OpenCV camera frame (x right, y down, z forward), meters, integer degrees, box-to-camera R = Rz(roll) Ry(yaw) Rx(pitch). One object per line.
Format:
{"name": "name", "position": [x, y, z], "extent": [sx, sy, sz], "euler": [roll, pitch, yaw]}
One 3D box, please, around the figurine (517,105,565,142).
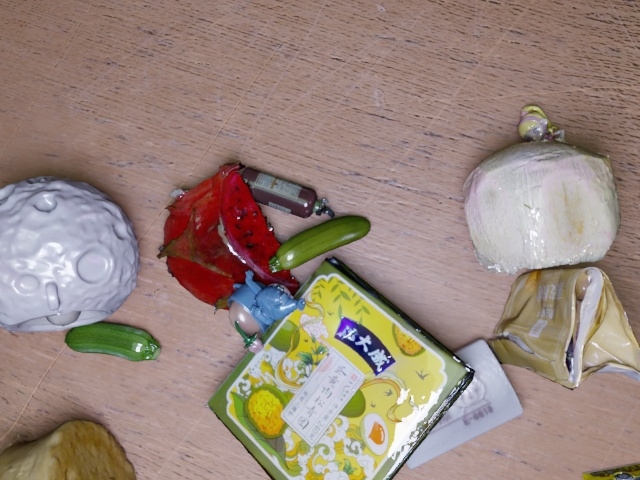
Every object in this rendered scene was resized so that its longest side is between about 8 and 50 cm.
{"name": "figurine", "position": [0.516, -0.225, 1.155], "extent": [0.187, 0.083, 0.083], "euler": [42, 89, 11]}

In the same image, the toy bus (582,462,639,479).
{"name": "toy bus", "position": [0.678, 0.517, 1.085], "extent": [0.226, 0.074, 0.081], "euler": [-13, 84, 2]}

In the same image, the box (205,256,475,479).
{"name": "box", "position": [0.035, 0.305, 1.051], "extent": [0.373, 0.138, 0.420], "euler": [39, 88, 25]}

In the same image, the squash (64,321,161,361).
{"name": "squash", "position": [-0.468, 0.227, 1.169], "extent": [0.219, 0.068, 0.077], "euler": [11, 75, 4]}

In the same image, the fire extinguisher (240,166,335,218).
{"name": "fire extinguisher", "position": [-0.074, -0.094, 1.159], "extent": [0.231, 0.099, 0.071], "euler": [20, 105, 5]}

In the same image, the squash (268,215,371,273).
{"name": "squash", "position": [0.000, 0.000, 1.130], "extent": [0.258, 0.069, 0.069], "euler": [-23, 84, -21]}

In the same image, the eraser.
{"name": "eraser", "position": [0.269, 0.347, 1.110], "extent": [0.270, 0.095, 0.174], "euler": [-27, 81, 2]}

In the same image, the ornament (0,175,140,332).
{"name": "ornament", "position": [-0.545, 0.024, 1.059], "extent": [0.337, 0.337, 0.337], "euler": [0, 86, 3]}

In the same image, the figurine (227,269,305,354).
{"name": "figurine", "position": [-0.122, 0.143, 1.029], "extent": [0.114, 0.178, 0.144], "euler": [45, 51, -31]}

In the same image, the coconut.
{"name": "coconut", "position": [0.433, -0.070, 1.039], "extent": [0.297, 0.297, 0.255], "euler": [-10, 89, 2]}

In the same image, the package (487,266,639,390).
{"name": "package", "position": [0.441, 0.178, 1.003], "extent": [0.165, 0.311, 0.221], "euler": [-23, 86, -2]}

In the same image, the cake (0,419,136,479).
{"name": "cake", "position": [-0.569, 0.560, 1.027], "extent": [0.321, 0.332, 0.332], "euler": [-27, 85, 2]}

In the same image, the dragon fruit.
{"name": "dragon fruit", "position": [-0.226, 0.034, 1.136], "extent": [0.282, 0.100, 0.343], "euler": [-26, 97, 16]}
